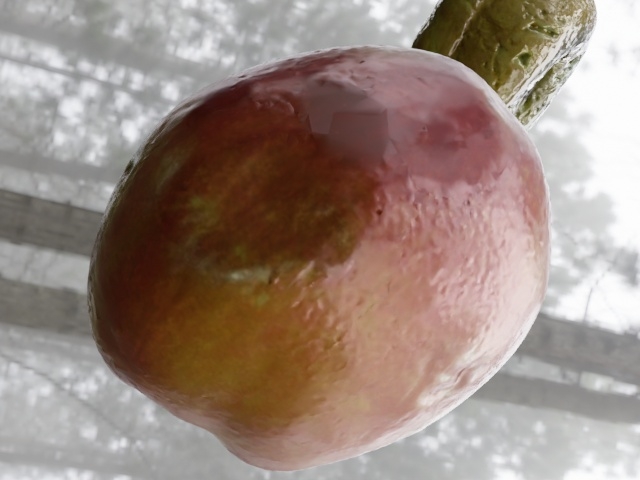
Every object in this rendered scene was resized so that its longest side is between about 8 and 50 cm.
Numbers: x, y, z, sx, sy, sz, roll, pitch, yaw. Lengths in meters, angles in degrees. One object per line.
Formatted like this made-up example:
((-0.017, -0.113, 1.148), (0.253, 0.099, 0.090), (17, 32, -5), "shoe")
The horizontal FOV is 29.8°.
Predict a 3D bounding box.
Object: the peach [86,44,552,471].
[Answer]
((0.000, 0.000, 0.620), (0.243, 0.243, 0.199), (-61, -139, 31), "peach")

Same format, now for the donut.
((0.167, -0.170, 1.215), (0.128, 0.208, 0.261), (41, -71, 15), "donut")
